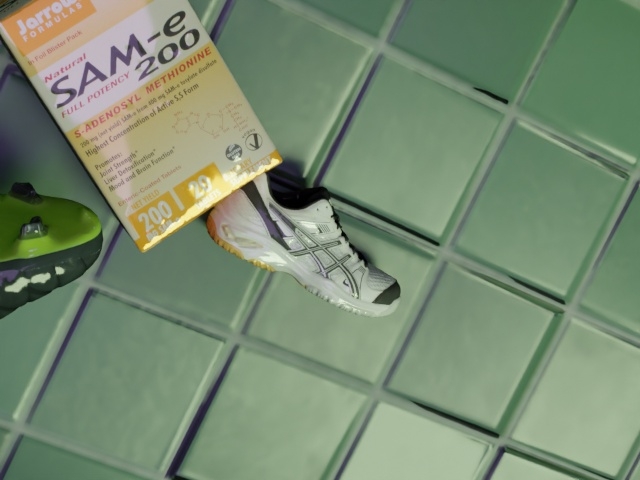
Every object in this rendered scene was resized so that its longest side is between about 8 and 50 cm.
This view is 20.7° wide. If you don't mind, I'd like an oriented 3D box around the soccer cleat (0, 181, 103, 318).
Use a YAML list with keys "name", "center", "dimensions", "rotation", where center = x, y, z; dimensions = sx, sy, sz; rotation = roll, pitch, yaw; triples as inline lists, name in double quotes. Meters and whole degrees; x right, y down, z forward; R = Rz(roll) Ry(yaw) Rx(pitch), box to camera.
- name: "soccer cleat"
  center: [-0.159, 0.030, 0.609]
  dimensions: [0.179, 0.060, 0.072]
  rotation: [-16, 120, -5]

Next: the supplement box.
- name: "supplement box"
  center: [-0.066, -0.054, 0.618]
  dimensions: [0.062, 0.036, 0.098]
  rotation: [-34, 113, -5]

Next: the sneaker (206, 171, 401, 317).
- name: "sneaker"
  center: [0.000, 0.000, 0.658]
  dimensions: [0.083, 0.032, 0.037]
  rotation: [26, 98, -23]
